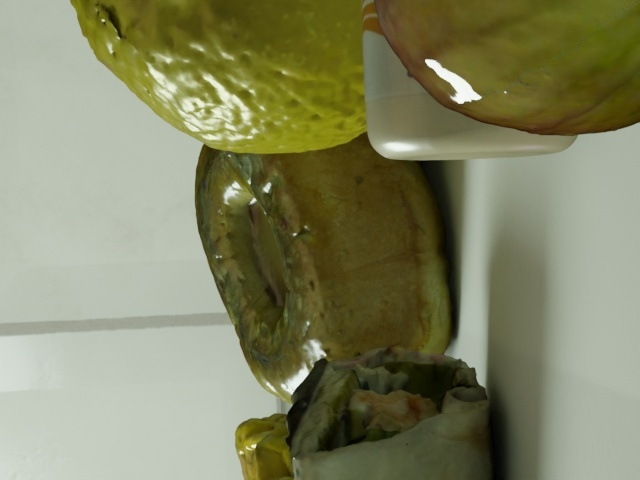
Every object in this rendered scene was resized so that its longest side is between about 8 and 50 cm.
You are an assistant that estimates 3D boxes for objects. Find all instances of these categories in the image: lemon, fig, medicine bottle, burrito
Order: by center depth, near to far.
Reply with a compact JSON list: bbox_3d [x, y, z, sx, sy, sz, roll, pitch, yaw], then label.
[{"bbox_3d":[0.098,-0.122,0.668,0.160,0.143,0.231,-57,-3,-12],"label":"fig"},{"bbox_3d":[0.076,-0.169,1.023,0.114,0.114,0.252,171,97,-84],"label":"medicine bottle"},{"bbox_3d":[-0.026,-0.187,1.321,0.322,0.268,0.268,-28,-60,-61],"label":"lemon"},{"bbox_3d":[0.054,0.243,1.330,0.190,0.135,0.332,-83,-9,-67],"label":"burrito"}]

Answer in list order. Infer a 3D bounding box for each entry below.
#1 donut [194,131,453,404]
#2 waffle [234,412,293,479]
[{"bbox_3d":[0.000,0.000,1.509,0.261,0.128,0.208,64,147,29],"label":"donut"},{"bbox_3d":[0.006,0.321,1.782,0.261,0.151,0.324,-132,36,-74],"label":"waffle"}]
